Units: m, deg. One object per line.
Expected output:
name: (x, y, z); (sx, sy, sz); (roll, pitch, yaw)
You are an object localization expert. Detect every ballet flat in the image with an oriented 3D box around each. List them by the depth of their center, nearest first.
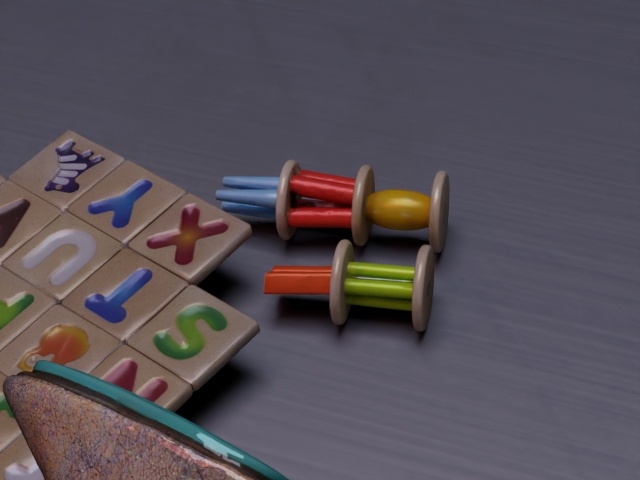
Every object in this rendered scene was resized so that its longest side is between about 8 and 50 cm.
ballet flat: (-0.017, 0.142, 0.612); (0.316, 0.107, 0.106); (18, 72, 25)

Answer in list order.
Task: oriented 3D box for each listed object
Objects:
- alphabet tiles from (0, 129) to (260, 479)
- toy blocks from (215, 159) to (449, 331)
alphabet tiles: (-0.215, 0.062, 0.907); (0.285, 0.011, 0.342); (28, 57, 32)
toy blocks: (0.000, 0.000, 0.957); (0.148, 0.054, 0.123); (5, 44, 12)
